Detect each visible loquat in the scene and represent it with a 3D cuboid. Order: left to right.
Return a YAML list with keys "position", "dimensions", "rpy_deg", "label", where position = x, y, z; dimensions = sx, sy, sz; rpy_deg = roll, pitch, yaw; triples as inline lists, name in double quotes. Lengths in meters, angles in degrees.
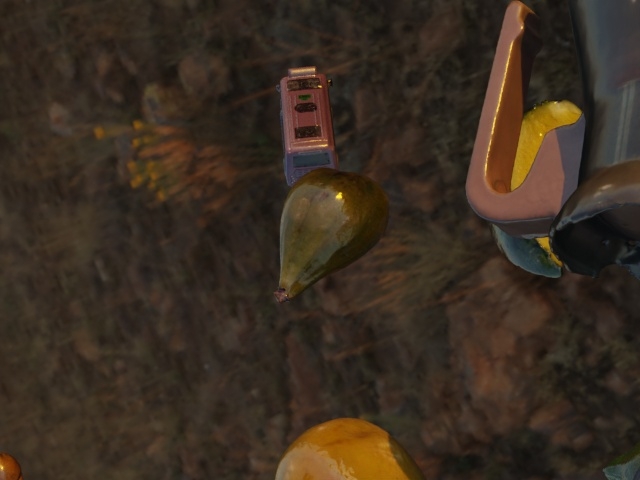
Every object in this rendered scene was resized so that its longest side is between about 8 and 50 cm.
- position: [0.042, 0.324, 1.367]
  dimensions: [0.213, 0.213, 0.246]
  rpy_deg: [66, 162, -1]
  label: "loquat"

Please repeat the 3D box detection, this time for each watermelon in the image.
- position: [0.289, -0.083, 1.520]
  dimensions: [0.129, 0.301, 0.123]
  rpy_deg: [17, 144, 4]
  label: "watermelon"

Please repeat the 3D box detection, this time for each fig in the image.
- position: [0.004, -0.013, 1.426]
  dimensions: [0.133, 0.185, 0.127]
  rpy_deg: [28, 139, 9]
  label: "fig"
- position: [0.458, 0.307, 1.528]
  dimensions: [0.156, 0.123, 0.123]
  rpy_deg: [6, 119, 40]
  label: "fig"

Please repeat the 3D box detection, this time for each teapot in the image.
- position: [0.290, -0.132, 0.885]
  dimensions: [0.376, 0.305, 0.362]
  rpy_deg: [-4, 66, 43]
  label: "teapot"

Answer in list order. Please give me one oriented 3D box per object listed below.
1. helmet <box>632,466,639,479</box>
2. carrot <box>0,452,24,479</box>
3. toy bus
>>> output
- position: [0.383, 0.260, 0.921]
  dimensions: [0.338, 0.197, 0.271]
  rpy_deg: [-87, 16, -64]
  label: "helmet"
- position: [-0.221, 0.238, 0.833]
  dimensions: [0.059, 0.059, 0.248]
  rpy_deg: [47, 144, 36]
  label: "carrot"
- position: [-0.018, -0.171, 1.680]
  dimensions: [0.098, 0.086, 0.178]
  rpy_deg: [83, -179, -51]
  label: "toy bus"
